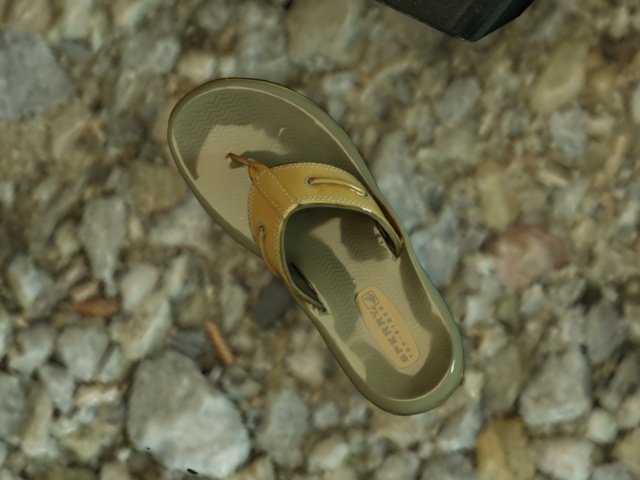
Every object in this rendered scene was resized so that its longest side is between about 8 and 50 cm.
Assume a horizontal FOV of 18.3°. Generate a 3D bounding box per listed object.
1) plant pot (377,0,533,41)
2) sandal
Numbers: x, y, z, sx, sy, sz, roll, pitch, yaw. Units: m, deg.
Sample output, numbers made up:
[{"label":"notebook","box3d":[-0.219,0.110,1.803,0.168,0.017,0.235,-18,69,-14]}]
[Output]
[{"label":"plant pot","box3d":[0.049,-0.187,0.817,0.188,0.187,0.167,28,107,7]},{"label":"sandal","box3d":[0.000,0.000,0.881,0.072,0.049,0.180,-37,85,7]}]
